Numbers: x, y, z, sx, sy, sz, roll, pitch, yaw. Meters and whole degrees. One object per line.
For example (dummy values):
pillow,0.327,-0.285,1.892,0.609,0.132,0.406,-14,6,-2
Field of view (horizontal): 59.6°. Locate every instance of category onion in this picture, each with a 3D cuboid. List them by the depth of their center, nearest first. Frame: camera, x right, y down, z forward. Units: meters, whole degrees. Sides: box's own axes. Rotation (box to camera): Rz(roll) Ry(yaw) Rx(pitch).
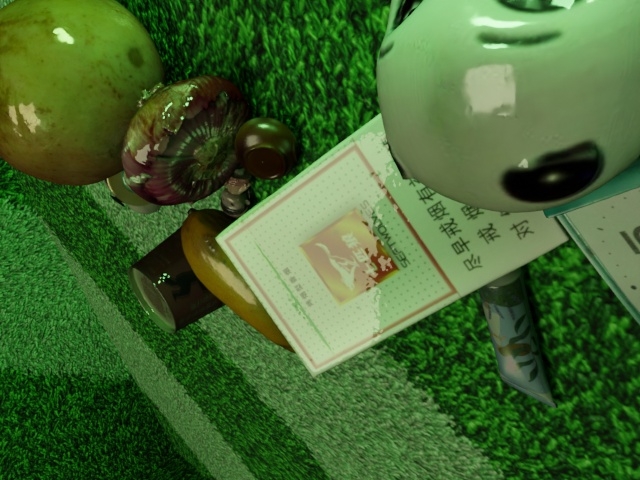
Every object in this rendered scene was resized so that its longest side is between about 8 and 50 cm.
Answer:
onion,-0.224,-0.166,0.881,0.163,0.230,0.230,36,145,15

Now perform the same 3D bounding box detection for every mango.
mango,-0.129,0.077,1.076,0.359,0.144,0.187,45,164,0

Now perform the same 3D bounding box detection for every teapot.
teapot,-0.082,-0.146,0.869,0.098,0.078,0.129,0,149,5

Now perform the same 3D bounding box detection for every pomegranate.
pomegranate,-0.412,-0.257,0.979,0.338,0.338,0.338,32,143,29

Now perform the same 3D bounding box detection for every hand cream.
hand cream,0.251,0.116,0.721,0.088,0.055,0.256,17,140,49

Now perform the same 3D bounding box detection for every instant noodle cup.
instant noodle cup,-0.320,0.091,1.294,0.234,0.178,0.235,32,141,31

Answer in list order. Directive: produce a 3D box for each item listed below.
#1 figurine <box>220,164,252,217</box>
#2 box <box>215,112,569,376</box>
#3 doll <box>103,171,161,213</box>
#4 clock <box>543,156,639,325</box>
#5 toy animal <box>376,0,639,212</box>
figurine,-0.148,-0.094,1.023,0.072,0.054,0.129,24,133,15
box,0.068,-0.013,0.629,0.330,0.095,0.210,-34,93,23
doll,-0.466,-0.166,1.268,0.271,0.144,0.208,39,155,13
clock,0.340,-0.009,0.394,0.231,0.116,0.262,49,147,-7
toy animal,0.156,-0.147,0.385,0.212,0.266,0.213,35,142,34
